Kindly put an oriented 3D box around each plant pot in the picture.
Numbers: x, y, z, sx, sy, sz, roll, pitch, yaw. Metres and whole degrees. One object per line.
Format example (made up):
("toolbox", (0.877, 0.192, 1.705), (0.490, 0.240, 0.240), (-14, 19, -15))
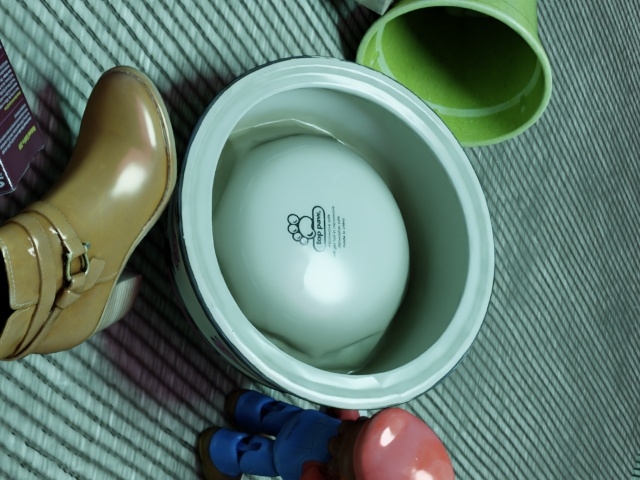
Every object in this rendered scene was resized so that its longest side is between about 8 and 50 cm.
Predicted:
("plant pot", (0.215, -0.323, 1.386), (0.276, 0.276, 0.254), (52, 43, -39))

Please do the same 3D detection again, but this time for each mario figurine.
("mario figurine", (0.016, 0.275, 1.101), (0.170, 0.321, 0.198), (21, 77, -49))

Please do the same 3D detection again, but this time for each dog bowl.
("dog bowl", (0.000, 0.000, 1.099), (0.408, 0.150, 0.408), (8, 73, -28))

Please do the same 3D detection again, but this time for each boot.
("boot", (-0.247, -0.025, 0.882), (0.220, 0.109, 0.283), (-20, 129, -66))

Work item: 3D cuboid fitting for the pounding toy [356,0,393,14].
("pounding toy", (0.061, -0.432, 1.286), (0.206, 0.181, 0.094), (-55, 173, -33))

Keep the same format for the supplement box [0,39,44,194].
("supplement box", (-0.325, -0.161, 0.801), (0.130, 0.073, 0.239), (-98, 171, -67))
